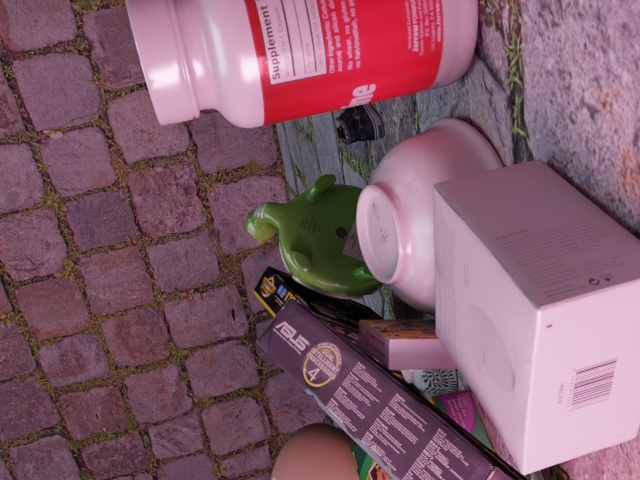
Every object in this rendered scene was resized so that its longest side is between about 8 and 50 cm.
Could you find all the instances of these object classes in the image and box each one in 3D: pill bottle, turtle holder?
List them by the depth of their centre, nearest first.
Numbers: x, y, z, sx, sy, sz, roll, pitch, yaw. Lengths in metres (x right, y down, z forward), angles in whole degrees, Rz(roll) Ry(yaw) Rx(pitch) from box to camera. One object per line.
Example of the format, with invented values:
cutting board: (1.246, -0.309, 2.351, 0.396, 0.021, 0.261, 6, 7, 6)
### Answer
pill bottle: (-0.027, -0.275, 0.847, 0.229, 0.408, 0.229, 166, 90, -82)
turtle holder: (0.009, 0.017, 1.400, 0.227, 0.320, 0.243, 97, 165, -69)

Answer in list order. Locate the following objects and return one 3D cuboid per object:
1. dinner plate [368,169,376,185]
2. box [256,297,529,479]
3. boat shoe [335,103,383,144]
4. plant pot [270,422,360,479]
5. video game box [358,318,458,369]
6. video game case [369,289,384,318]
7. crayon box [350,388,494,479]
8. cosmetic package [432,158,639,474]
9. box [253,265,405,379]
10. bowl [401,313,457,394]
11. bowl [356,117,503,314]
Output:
dinner plate: (0.129, -0.089, 1.475, 0.141, 0.017, 0.141, 167, 90, -83)
box: (0.125, 0.261, 0.890, 0.318, 0.097, 0.395, 39, 176, -42)
boat shoe: (0.065, -0.261, 1.381, 0.183, 0.083, 0.065, -115, 14, -54)
plant pot: (0.050, 0.586, 1.544, 0.191, 0.284, 0.284, -6, 100, 44)
video game box: (0.172, 0.142, 0.922, 0.187, 0.205, 0.048, 170, 101, -81)
video game case: (0.150, 0.157, 1.756, 0.122, 0.011, 0.087, 86, 167, -51)
crayon box: (0.215, 0.501, 1.193, 0.313, 0.106, 0.362, -53, 48, 49)
cosmetic package: (0.223, 0.071, 0.689, 0.224, 0.138, 0.224, -117, 16, -53)
box: (0.040, 0.182, 1.433, 0.079, 0.322, 0.257, -61, 33, 7)
bowl: (0.202, 0.238, 1.308, 0.170, 0.080, 0.170, 167, 90, -82)
bowl: (0.140, -0.018, 0.935, 0.298, 0.134, 0.297, 170, 90, -70)
